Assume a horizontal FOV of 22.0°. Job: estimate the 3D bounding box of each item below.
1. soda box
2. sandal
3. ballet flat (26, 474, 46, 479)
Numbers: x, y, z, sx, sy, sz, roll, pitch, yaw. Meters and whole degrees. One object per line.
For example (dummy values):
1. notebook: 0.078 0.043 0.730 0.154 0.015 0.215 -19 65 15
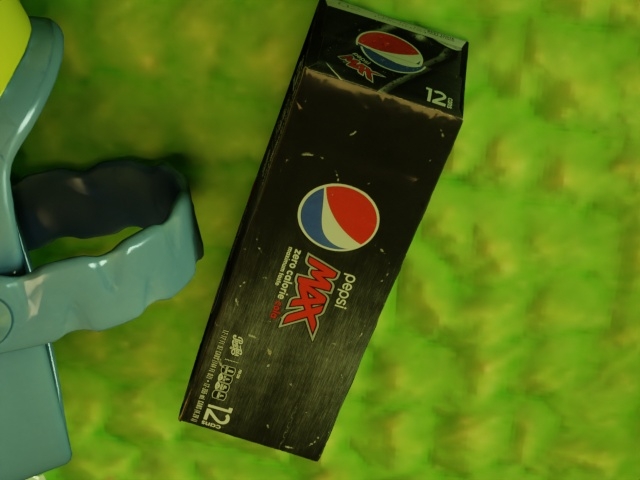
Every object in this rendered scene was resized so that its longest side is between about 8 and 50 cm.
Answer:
1. soda box: 0.000 0.000 0.600 0.060 0.053 0.169 17 127 -5
2. sandal: -0.149 0.058 0.596 0.138 0.126 0.317 25 110 -23
3. ballet flat: -0.074 0.263 0.755 0.147 0.147 0.409 -24 117 23
